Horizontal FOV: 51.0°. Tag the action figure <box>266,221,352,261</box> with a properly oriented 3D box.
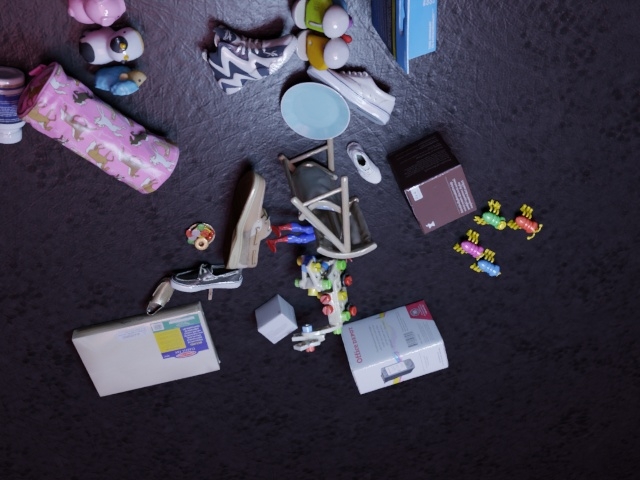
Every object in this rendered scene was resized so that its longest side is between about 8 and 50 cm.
[{"bbox_3d":[0.000,0.000,1.951,0.280,0.139,0.091,-13,139,-36],"label":"action figure"}]

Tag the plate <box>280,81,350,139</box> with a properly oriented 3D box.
[{"bbox_3d":[-0.012,-0.346,1.779,0.188,0.024,0.188,9,141,8],"label":"plate"}]

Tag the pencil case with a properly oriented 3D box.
[{"bbox_3d":[-0.538,-0.269,1.642,0.386,0.167,0.160,34,93,-37],"label":"pencil case"}]

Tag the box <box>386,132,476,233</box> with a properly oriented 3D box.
[{"bbox_3d":[0.311,-0.164,1.896,0.167,0.203,0.168,-25,126,6],"label":"box"}]

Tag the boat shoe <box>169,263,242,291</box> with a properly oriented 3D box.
[{"bbox_3d":[-0.344,0.102,2.026,0.219,0.078,0.070,-4,126,-19],"label":"boat shoe"}]

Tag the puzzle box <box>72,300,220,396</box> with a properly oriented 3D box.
[{"bbox_3d":[-0.551,0.354,2.167,0.408,0.052,0.272,-12,126,-4],"label":"puzzle box"}]

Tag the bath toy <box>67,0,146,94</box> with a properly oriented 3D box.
[{"bbox_3d":[-0.505,-0.511,1.528,0.151,0.129,0.348,-14,125,-2],"label":"bath toy"}]

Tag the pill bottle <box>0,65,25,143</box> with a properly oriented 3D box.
[{"bbox_3d":[-0.762,-0.325,1.622,0.094,0.094,0.169,4,123,-14],"label":"pill bottle"}]

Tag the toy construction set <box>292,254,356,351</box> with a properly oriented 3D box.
[{"bbox_3d":[0.009,0.187,2.068,0.151,0.215,0.328,15,113,27],"label":"toy construction set"}]

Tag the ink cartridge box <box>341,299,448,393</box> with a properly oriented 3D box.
[{"bbox_3d":[0.240,0.349,2.225,0.306,0.226,0.131,-18,125,3],"label":"ink cartridge box"}]

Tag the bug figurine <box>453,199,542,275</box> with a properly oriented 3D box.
[{"bbox_3d":[0.559,0.000,2.143,0.216,0.072,0.279,22,118,-25],"label":"bug figurine"}]

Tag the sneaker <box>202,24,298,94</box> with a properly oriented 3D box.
[{"bbox_3d":[-0.184,-0.471,1.630,0.235,0.094,0.153,-19,131,29],"label":"sneaker"}]

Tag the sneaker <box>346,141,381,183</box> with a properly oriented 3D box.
[{"bbox_3d":[0.126,-0.210,1.913,0.053,0.061,0.152,-36,125,11],"label":"sneaker"}]

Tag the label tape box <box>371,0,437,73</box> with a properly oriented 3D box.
[{"bbox_3d":[0.198,-0.558,1.507,0.115,0.348,0.249,-9,126,-6],"label":"label tape box"}]

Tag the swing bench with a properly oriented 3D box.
[{"bbox_3d":[0.019,-0.108,1.843,0.165,0.253,0.255,-22,125,4],"label":"swing bench"}]

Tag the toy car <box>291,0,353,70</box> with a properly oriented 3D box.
[{"bbox_3d":[0.021,-0.515,1.643,0.136,0.159,0.182,-31,133,-34],"label":"toy car"}]

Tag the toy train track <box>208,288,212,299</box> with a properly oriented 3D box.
[{"bbox_3d":[-0.343,0.151,2.094,0.048,0.014,0.083,-3,131,-19],"label":"toy train track"}]

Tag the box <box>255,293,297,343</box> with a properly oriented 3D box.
[{"bbox_3d":[-0.143,0.251,2.151,0.101,0.102,0.087,-35,126,13],"label":"box"}]

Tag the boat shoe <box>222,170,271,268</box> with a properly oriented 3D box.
[{"bbox_3d":[-0.198,-0.056,1.924,0.110,0.122,0.341,4,134,-20],"label":"boat shoe"}]

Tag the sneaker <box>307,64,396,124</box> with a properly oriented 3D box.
[{"bbox_3d":[0.084,-0.404,1.764,0.258,0.094,0.091,29,84,-23],"label":"sneaker"}]

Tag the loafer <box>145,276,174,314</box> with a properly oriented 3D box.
[{"bbox_3d":[-0.488,0.175,2.056,0.056,0.050,0.148,24,116,-26],"label":"loafer"}]

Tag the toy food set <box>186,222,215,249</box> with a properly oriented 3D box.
[{"bbox_3d":[-0.352,-0.015,1.971,0.083,0.020,0.082,-42,122,17],"label":"toy food set"}]
